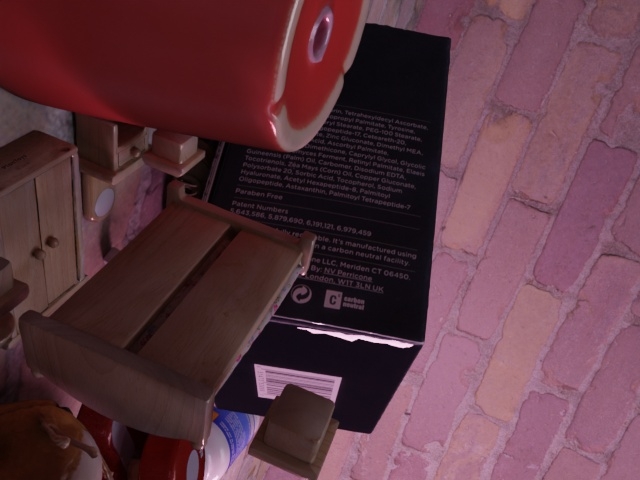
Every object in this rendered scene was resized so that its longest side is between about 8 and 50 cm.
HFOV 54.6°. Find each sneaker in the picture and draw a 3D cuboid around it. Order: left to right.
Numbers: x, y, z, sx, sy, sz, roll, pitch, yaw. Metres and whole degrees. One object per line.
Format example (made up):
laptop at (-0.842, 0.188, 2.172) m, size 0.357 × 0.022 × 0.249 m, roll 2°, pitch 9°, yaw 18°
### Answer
sneaker at (-0.181, -0.047, 0.866) m, size 0.192 × 0.064 × 0.086 m, roll 103°, pitch 9°, yaw -54°

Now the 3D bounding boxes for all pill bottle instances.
pill bottle at (-0.237, 0.405, 1.262) m, size 0.272 × 0.152 × 0.152 m, roll -30°, pitch 140°, yaw -73°

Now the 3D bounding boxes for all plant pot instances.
plant pot at (-0.100, -0.200, 0.489) m, size 0.275 × 0.243 × 0.275 m, roll 23°, pitch 90°, yaw -79°

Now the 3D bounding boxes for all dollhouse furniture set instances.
dollhouse furniture set at (-0.125, 0.048, 0.555) m, size 0.303 × 0.355 × 0.174 m, roll -56°, pitch 165°, yaw -51°

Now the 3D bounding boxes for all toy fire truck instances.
toy fire truck at (-0.195, 0.234, 0.725) m, size 0.254 × 0.169 × 0.302 m, roll -82°, pitch 167°, yaw -51°

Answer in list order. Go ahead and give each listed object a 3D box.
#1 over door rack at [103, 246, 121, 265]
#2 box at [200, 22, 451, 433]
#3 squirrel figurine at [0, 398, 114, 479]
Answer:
over door rack at (-0.266, 0.199, 0.829) m, size 0.324 × 0.108 × 0.240 m, roll 93°, pitch 20°, yaw -59°
box at (0.000, 0.000, 0.972) m, size 0.480 × 0.297 × 0.472 m, roll 96°, pitch 3°, yaw -61°
squirrel figurine at (-0.223, 0.317, 0.417) m, size 0.397 × 0.370 × 0.281 m, roll -46°, pitch 167°, yaw -15°
